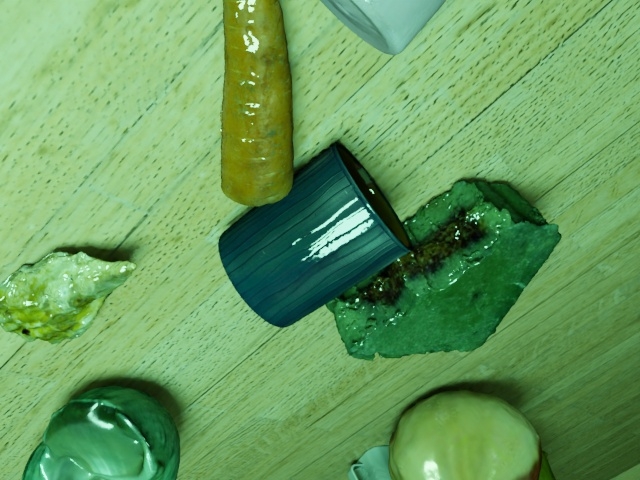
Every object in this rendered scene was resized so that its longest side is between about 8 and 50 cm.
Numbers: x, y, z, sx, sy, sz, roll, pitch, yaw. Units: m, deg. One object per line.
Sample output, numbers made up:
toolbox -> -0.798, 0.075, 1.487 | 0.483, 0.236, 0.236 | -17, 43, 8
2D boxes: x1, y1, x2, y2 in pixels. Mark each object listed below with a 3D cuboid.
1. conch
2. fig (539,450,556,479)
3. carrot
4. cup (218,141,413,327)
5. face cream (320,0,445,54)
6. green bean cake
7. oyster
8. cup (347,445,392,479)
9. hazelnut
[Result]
conch -> -0.258, 0.260, 0.660 | 0.202, 0.134, 0.196 | -22, 100, 5
fig -> 0.334, 0.562, 1.165 | 0.343, 0.343, 0.343 | -14, 140, -13
carrot -> -0.048, -0.123, 0.400 | 0.061, 0.061, 0.209 | -12, 135, -15
cup -> 0.002, 0.007, 0.520 | 0.138, 0.113, 0.150 | -35, 138, 15
face cream -> 0.101, -0.243, 0.325 | 0.274, 0.096, 0.154 | -48, 134, 8
green bean cake -> 0.125, 0.028, 0.614 | 0.193, 0.107, 0.208 | 4, 132, -27
oyster -> -0.230, 0.053, 0.518 | 0.146, 0.045, 0.121 | -16, 154, -10
cup -> 0.119, 0.470, 1.088 | 0.128, 0.129, 0.095 | 13, 121, -33
hazelnut -> 0.237, 0.379, 0.959 | 0.261, 0.241, 0.261 | 5, 133, 5
